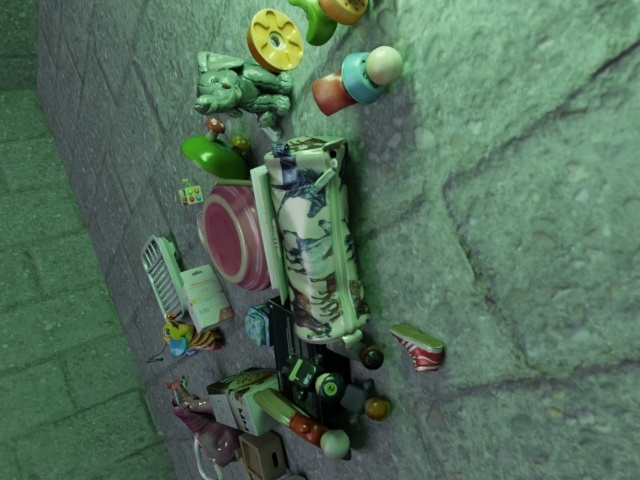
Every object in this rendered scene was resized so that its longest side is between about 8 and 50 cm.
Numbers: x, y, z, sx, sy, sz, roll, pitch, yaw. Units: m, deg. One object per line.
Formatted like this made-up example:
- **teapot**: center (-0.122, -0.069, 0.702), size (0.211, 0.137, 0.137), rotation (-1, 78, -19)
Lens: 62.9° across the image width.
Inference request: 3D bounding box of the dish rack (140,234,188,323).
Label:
- **dish rack**: center (-0.590, 0.154, 2.034), size (0.285, 0.072, 0.332), rotation (-34, 76, 54)

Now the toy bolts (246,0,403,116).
- **toy bolts**: center (0.025, -0.319, 0.843), size (0.159, 0.218, 0.228), rotation (-13, 112, 50)

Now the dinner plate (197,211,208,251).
- **dinner plate**: center (-0.355, -0.025, 1.663), size (0.141, 0.017, 0.141), rotation (29, 127, 47)

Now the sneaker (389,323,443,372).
- **sneaker**: center (0.175, 0.205, 0.985), size (0.118, 0.042, 0.067), rotation (22, 119, 47)

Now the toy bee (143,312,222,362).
- **toy bee**: center (-0.497, 0.330, 1.851), size (0.195, 0.299, 0.162), rotation (87, 174, -77)

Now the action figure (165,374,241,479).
- **action figure**: center (-0.440, 0.629, 1.842), size (0.248, 0.275, 0.370), rotation (-13, 122, 40)

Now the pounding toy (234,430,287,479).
- **pounding toy**: center (-0.196, 0.701, 1.696), size (0.206, 0.094, 0.181), rotation (2, 106, 55)

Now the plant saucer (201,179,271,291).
- **plant saucer**: center (-0.234, -0.013, 1.437), size (0.332, 0.084, 0.332), rotation (28, 127, 46)

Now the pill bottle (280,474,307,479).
- **pill bottle**: center (-0.105, 0.785, 1.593), size (0.108, 0.108, 0.193), rotation (60, 145, 18)

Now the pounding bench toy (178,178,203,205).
- **pounding bench toy**: center (-0.412, -0.157, 1.652), size (0.065, 0.052, 0.083), rotation (-2, 103, 55)

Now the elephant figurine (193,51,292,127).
- **elephant figurine**: center (-0.192, -0.320, 1.089), size (0.186, 0.240, 0.169), rotation (-19, 85, 55)

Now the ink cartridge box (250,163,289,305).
- **ink cartridge box**: center (-0.102, -0.022, 1.134), size (0.060, 0.239, 0.275), rotation (-6, 103, 12)

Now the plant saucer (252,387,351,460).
- **plant saucer**: center (-0.038, 0.436, 1.265), size (0.278, 0.041, 0.278), rotation (32, 170, 6)

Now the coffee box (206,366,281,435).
- **coffee box**: center (-0.190, 0.453, 1.510), size (0.297, 0.168, 0.118), rotation (-17, 90, 56)

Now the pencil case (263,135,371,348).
- **pencil case**: center (0.000, 0.000, 1.038), size (0.183, 0.160, 0.410), rotation (-159, 58, -67)

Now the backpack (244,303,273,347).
- **backpack**: center (-0.161, 0.230, 1.442), size (0.114, 0.084, 0.105), rotation (25, 122, 51)

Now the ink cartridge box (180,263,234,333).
- **ink cartridge box**: center (-0.376, 0.187, 1.702), size (0.198, 0.115, 0.067), rotation (63, 146, 15)

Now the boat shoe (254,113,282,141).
- **boat shoe**: center (-0.125, -0.267, 1.211), size (0.100, 0.035, 0.035), rotation (48, 137, 21)

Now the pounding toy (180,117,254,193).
- **pounding toy**: center (-0.227, -0.219, 1.289), size (0.237, 0.183, 0.110), rotation (43, 111, 36)

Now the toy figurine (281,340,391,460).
- **toy figurine**: center (0.041, 0.313, 1.079), size (0.148, 0.210, 0.212), rotation (13, 114, 45)

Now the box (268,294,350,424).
- **box**: center (-0.025, 0.269, 1.249), size (0.184, 0.103, 0.261), rotation (19, 120, 47)
